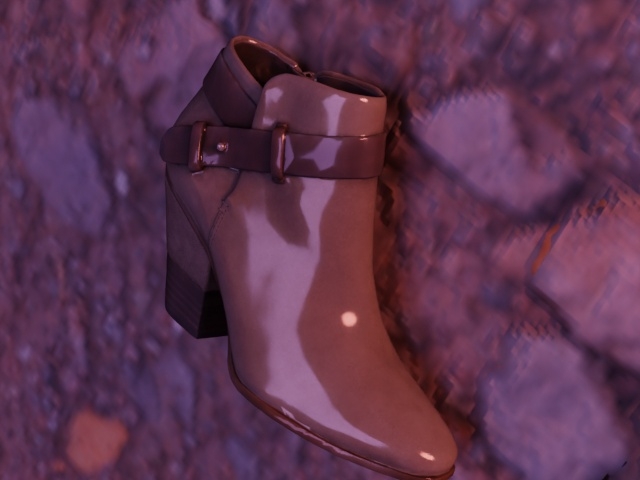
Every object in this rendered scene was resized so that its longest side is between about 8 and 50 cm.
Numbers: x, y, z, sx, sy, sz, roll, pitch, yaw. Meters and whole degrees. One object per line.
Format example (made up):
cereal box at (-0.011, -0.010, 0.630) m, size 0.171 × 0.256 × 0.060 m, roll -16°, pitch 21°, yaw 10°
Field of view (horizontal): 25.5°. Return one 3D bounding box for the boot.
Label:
boot at (0.000, 0.000, 0.380) m, size 0.118 × 0.042 × 0.087 m, roll 31°, pitch 114°, yaw 28°
